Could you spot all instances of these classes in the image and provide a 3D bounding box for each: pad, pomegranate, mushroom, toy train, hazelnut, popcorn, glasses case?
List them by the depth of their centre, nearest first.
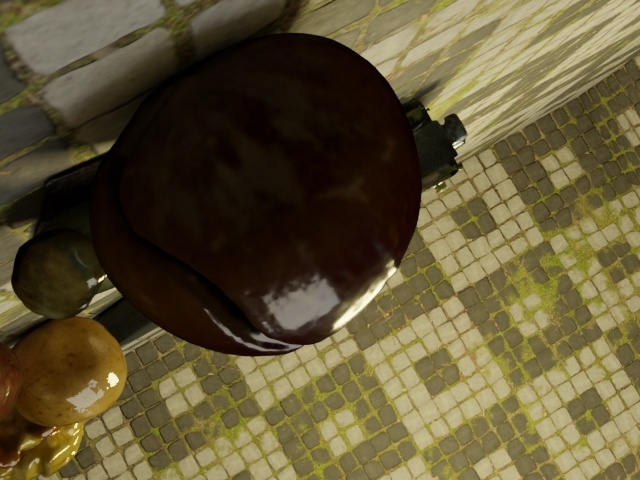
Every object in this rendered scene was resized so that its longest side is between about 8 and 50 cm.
[{"bbox_3d":[-0.049,-0.037,0.549,0.234,0.218,0.218,-49,-179,-13],"label":"hazelnut"},{"bbox_3d":[-0.150,-0.017,0.707,0.100,0.081,0.312,-28,-178,33],"label":"mushroom"},{"bbox_3d":[-0.179,-0.043,0.754,0.220,0.004,0.330,-28,176,-29],"label":"pad"},{"bbox_3d":[0.108,-0.113,1.202,0.261,0.134,0.177,-30,-175,12],"label":"toy train"},{"bbox_3d":[-0.397,0.203,1.216,0.196,0.196,0.196,-30,177,-2],"label":"pomegranate"},{"bbox_3d":[-0.579,0.344,1.401,0.332,0.225,0.265,-17,-168,43],"label":"popcorn"},{"bbox_3d":[-0.308,0.116,1.465,0.323,0.074,0.131,-32,177,32],"label":"glasses case"}]

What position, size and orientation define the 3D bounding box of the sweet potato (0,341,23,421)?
[{"bbox_3d":[-0.407,0.164,0.885,0.131,0.131,0.337,-29,178,-15],"label":"sweet potato"}]
